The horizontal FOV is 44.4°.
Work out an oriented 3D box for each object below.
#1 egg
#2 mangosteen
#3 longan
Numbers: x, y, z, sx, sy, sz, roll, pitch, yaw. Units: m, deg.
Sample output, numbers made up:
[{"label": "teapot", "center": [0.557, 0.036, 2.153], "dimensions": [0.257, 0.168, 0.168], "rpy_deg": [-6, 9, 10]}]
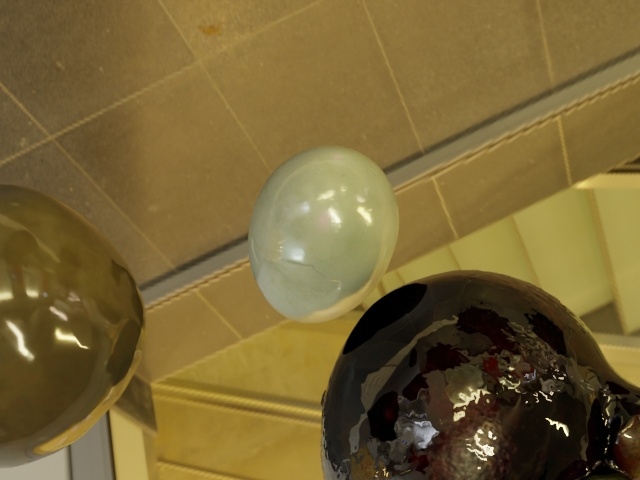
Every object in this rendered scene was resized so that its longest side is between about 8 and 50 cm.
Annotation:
[{"label": "egg", "center": [0.000, 0.000, 0.810], "dimensions": [0.151, 0.151, 0.209], "rpy_deg": [-1, 130, -22]}, {"label": "mangosteen", "center": [0.150, 0.164, 0.688], "dimensions": [0.313, 0.297, 0.297], "rpy_deg": [-17, 147, 36]}, {"label": "longan", "center": [-0.204, 0.056, 0.530], "dimensions": [0.189, 0.189, 0.189], "rpy_deg": [-12, 139, -10]}]
